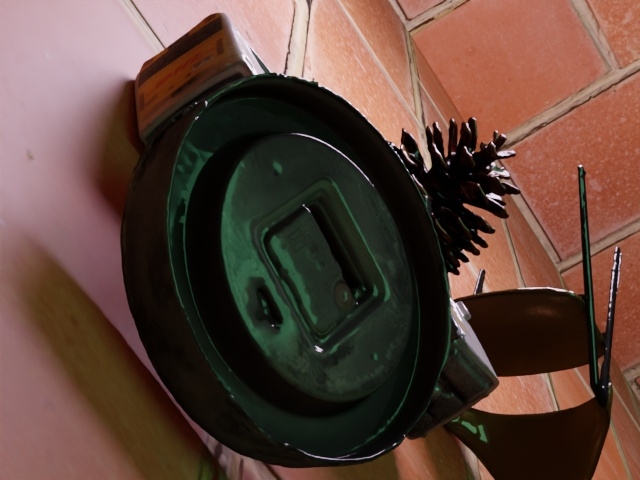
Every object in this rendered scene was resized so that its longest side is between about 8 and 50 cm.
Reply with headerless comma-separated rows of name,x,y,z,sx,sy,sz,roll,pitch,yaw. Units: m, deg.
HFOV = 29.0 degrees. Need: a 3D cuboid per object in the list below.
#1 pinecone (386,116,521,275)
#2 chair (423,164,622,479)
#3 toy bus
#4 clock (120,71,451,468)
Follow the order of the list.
pinecone,0.128,-0.054,1.286,0.163,0.165,0.163,52,3,-4
chair,0.184,0.088,1.120,0.172,0.158,0.247,52,38,-42
toy bus,0.000,0.000,0.887,0.342,0.097,0.138,49,11,-32
clock,-0.013,0.018,0.701,0.226,0.049,0.226,19,62,-41
